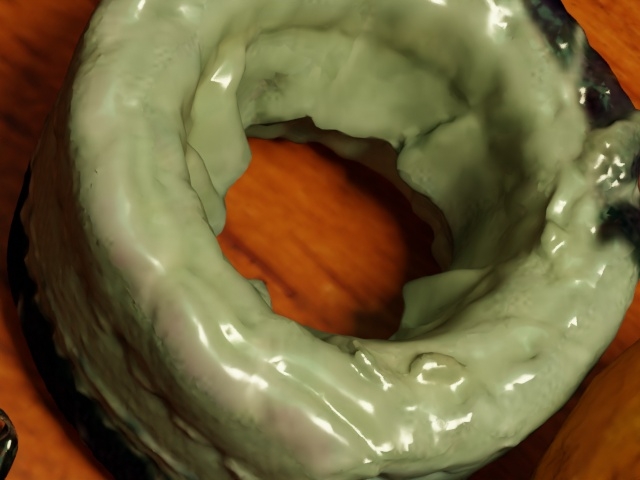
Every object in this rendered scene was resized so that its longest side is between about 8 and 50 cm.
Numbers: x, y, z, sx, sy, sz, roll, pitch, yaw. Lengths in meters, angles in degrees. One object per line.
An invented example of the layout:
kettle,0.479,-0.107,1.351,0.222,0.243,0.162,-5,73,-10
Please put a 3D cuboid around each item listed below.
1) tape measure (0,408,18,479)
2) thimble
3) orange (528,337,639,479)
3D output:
tape measure,-0.210,0.069,0.631,0.180,0.104,0.107,26,11,-45
thimble,0.000,0.000,0.660,0.237,0.150,0.237,6,65,-14
orange,0.183,0.143,0.587,0.261,0.261,0.261,7,63,-14
